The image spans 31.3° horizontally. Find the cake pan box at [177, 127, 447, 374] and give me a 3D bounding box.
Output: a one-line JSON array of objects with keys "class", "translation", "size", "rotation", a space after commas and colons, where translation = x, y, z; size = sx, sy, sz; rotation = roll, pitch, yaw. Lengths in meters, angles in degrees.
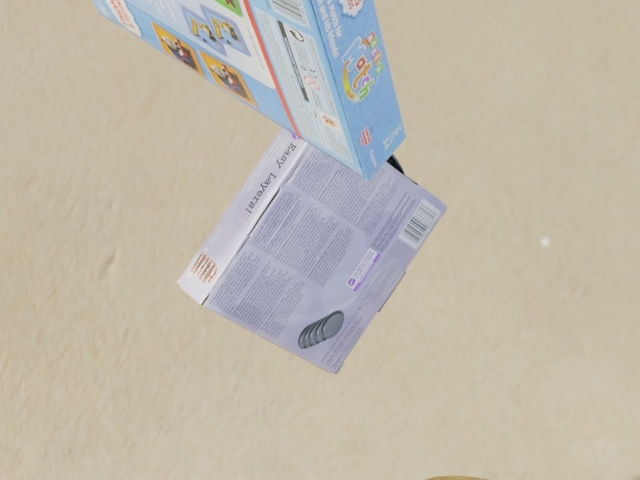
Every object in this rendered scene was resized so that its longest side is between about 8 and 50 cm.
[{"class": "cake pan box", "translation": [0.000, 0.000, 1.333], "size": [0.246, 0.070, 0.266], "rotation": [30, 94, -45]}]

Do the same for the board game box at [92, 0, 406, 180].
[{"class": "board game box", "translation": [-0.059, -0.131, 0.571], "size": [0.211, 0.160, 0.039], "rotation": [33, 73, 26]}]

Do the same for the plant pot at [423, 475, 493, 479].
[{"class": "plant pot", "translation": [0.092, 0.305, 0.797], "size": [0.237, 0.237, 0.254], "rotation": [21, 57, -8]}]
